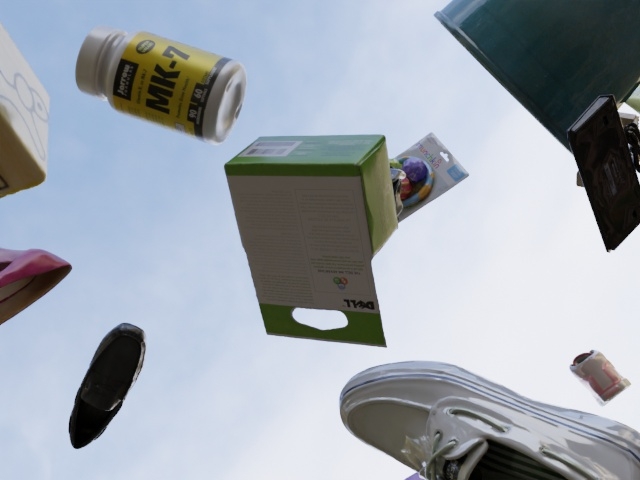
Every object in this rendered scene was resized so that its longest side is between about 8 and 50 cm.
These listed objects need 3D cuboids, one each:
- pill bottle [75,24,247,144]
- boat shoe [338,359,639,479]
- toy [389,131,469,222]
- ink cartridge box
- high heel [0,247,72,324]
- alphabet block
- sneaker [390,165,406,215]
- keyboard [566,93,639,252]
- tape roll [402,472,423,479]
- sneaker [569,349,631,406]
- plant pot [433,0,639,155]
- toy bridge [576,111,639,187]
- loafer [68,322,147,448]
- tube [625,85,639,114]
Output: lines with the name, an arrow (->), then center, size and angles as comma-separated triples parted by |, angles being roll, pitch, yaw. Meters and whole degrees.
pill bottle -> -0.216, -0.215, 1.274 | 0.119, 0.209, 0.119 | 19, -90, -81
boat shoe -> 0.105, 0.139, 0.636 | 0.076, 0.226, 0.083 | -42, -50, -52
toy -> 0.126, -0.100, 1.662 | 0.237, 0.137, 0.056 | -36, -40, 3
ink cartridge box -> 0.000, 0.000, 1.209 | 0.097, 0.189, 0.255 | -48, -46, -52
high heel -> -0.454, 0.101, 1.354 | 0.244, 0.117, 0.082 | -75, -8, -53
alphabet block -> -0.479, -0.171, 1.202 | 0.193, 0.192, 0.197 | -16, -42, 6
sneaker -> 0.028, -0.078, 1.419 | 0.226, 0.163, 0.086 | -17, -57, -42
keyboard -> 0.337, -0.082, 1.081 | 0.108, 0.023, 0.180 | -42, -55, -19
tape roll -> 0.152, 0.429, 1.256 | 0.275, 0.090, 0.274 | -20, -51, -26
sneaker -> 0.364, 0.176, 1.224 | 0.051, 0.070, 0.134 | -41, -20, 6
plant pot -> 0.334, -0.290, 1.224 | 0.255, 0.271, 0.272 | -44, -37, 14
toy bridge -> 0.424, -0.125, 1.334 | 0.188, 0.063, 0.026 | -47, -40, -41
loafer -> -0.317, 0.219, 1.389 | 0.076, 0.078, 0.223 | 24, -64, -13
tube -> 0.595, -0.185, 1.519 | 0.070, 0.240, 0.062 | -5, -43, -35
